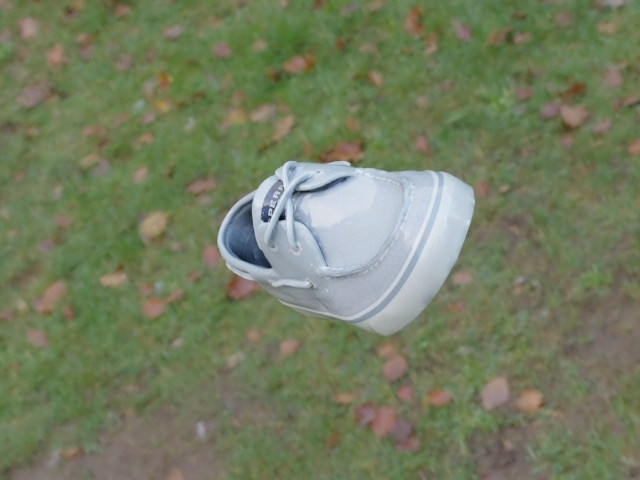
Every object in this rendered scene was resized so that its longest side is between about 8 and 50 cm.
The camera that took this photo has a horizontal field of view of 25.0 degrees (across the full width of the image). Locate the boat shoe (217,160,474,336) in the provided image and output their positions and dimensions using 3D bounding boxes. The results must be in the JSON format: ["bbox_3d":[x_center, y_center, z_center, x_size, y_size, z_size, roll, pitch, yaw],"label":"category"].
[{"bbox_3d":[0.000,-0.001,0.735,0.079,0.081,0.227,-69,17,-12],"label":"boat shoe"}]
